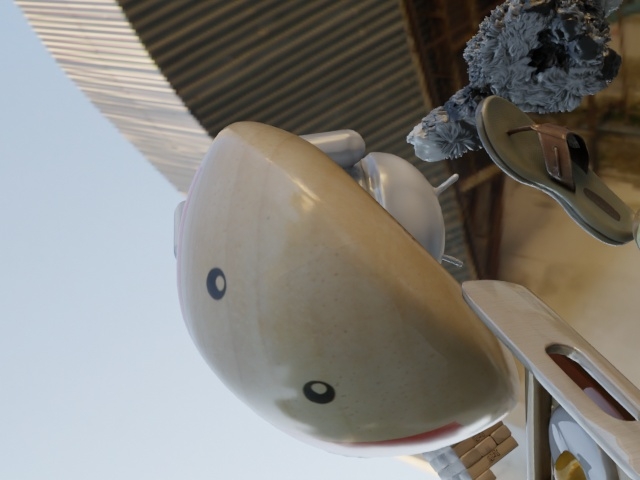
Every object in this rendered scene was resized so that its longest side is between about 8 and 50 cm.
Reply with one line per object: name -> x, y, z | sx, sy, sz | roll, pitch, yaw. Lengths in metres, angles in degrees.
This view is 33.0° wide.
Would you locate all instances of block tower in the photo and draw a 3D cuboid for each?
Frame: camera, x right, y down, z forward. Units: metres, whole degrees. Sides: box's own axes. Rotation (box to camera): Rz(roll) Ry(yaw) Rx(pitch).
block tower -> 0.133, 0.193, 1.499 | 0.097, 0.335, 0.091 | -30, -13, -27

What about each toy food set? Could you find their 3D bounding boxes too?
toy food set -> 0.155, 0.199, 0.652 | 0.092, 0.220, 0.306 | -17, -57, -16

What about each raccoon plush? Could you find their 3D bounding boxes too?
raccoon plush -> 0.322, -0.358, 1.832 | 0.216, 0.446, 0.299 | 48, -143, -28

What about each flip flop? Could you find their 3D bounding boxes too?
flip flop -> 0.323, -0.102, 1.431 | 0.277, 0.080, 0.112 | 40, -135, -1

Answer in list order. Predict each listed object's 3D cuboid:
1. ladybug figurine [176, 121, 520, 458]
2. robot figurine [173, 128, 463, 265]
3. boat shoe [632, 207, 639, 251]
ladybug figurine -> 0.010, 0.055, 0.859 | 0.162, 0.305, 0.449 | -46, -11, 2
robot figurine -> 0.000, 0.000, 1.337 | 0.200, 0.353, 0.300 | -100, 3, -51
boat shoe -> 0.508, 0.063, 1.360 | 0.285, 0.089, 0.104 | 47, -123, -11
